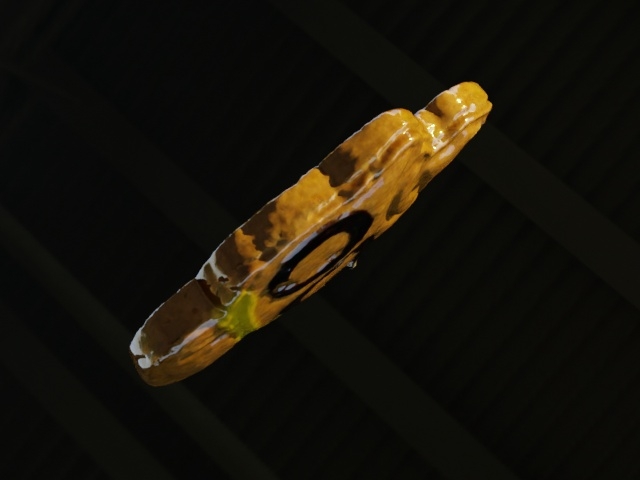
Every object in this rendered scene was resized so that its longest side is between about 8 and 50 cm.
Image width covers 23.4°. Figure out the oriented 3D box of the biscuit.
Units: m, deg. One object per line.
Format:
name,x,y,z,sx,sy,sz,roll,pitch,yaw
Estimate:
biscuit,0.000,0.000,1.000,0.290,0.208,0.041,-39,-100,-3
